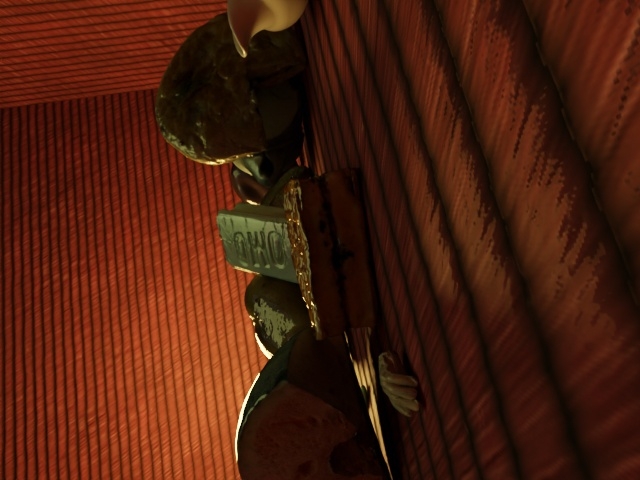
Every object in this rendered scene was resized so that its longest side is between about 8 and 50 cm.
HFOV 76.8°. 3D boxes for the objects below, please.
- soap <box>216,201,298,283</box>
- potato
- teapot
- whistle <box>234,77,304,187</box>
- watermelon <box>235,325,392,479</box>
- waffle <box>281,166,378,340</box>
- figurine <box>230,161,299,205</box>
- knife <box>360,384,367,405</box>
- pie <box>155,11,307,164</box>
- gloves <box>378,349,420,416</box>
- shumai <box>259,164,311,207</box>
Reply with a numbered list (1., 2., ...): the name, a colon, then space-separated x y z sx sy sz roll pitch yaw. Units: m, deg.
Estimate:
1. soap: -0.110 0.002 0.897 0.094 0.262 0.150 -26 -62 -50
2. potato: -0.049 0.184 0.918 0.351 0.203 0.218 -133 25 -61
3. teapot: -0.091 -0.403 0.541 0.204 0.140 0.297 102 152 -84
4. whistle: -0.107 -0.324 0.915 0.168 0.188 0.404 84 -152 -76
5. watermelon: -0.018 0.262 0.588 0.188 0.175 0.321 -104 -5 -67
6. waffle: 0.001 0.000 0.632 0.308 0.091 0.212 -142 43 -79
7. figurine: -0.175 -0.258 1.229 0.218 0.206 0.364 44 -152 -54
8. knife: 0.080 0.324 0.777 0.030 0.014 0.207 -108 10 -45
9. pie: -0.191 -0.299 0.776 0.075 0.338 0.337 41 -146 -66
10. gloves: 0.080 0.144 0.417 0.044 0.037 0.081 43 -174 -27
11. shumai: -0.072 -0.088 1.027 0.120 0.201 0.201 39 -169 -22
